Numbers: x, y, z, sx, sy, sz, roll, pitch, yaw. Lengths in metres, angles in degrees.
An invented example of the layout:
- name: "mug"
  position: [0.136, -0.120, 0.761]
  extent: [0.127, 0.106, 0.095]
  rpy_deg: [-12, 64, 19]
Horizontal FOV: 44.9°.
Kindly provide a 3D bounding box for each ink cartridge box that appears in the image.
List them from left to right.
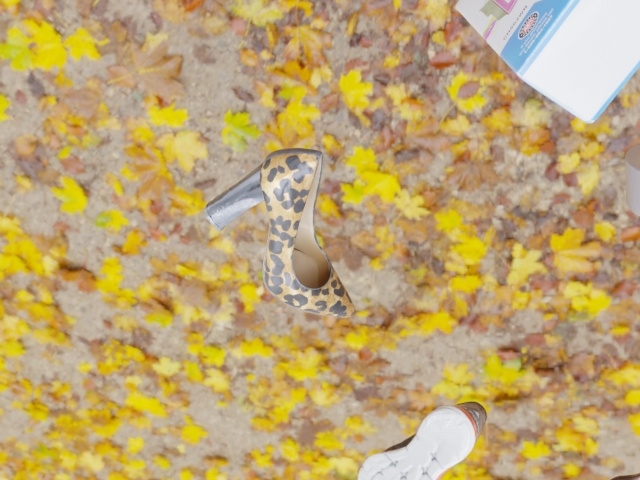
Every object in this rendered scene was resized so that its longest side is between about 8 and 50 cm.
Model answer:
- name: "ink cartridge box"
  position: [0.125, -0.128, 0.392]
  extent: [0.052, 0.122, 0.088]
  rpy_deg: [26, 115, -19]

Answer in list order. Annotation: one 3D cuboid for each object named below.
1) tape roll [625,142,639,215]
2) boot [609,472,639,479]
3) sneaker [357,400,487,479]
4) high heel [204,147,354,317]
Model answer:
- name: "tape roll"
  position: [0.541, -0.089, 1.075]
  extent: [0.219, 0.219, 0.072]
  rpy_deg: [-5, 112, 16]
- name: "boot"
  position: [0.662, 0.480, 1.592]
  extent: [0.106, 0.037, 0.114]
  rpy_deg: [-5, 145, -16]
- name: "sneaker"
  position: [0.099, 0.200, 0.710]
  extent: [0.158, 0.065, 0.061]
  rpy_deg: [-47, 68, 35]
- name: "high heel"
  position: [0.000, 0.000, 0.985]
  extent: [0.186, 0.093, 0.261]
  rpy_deg: [-30, 119, 37]
